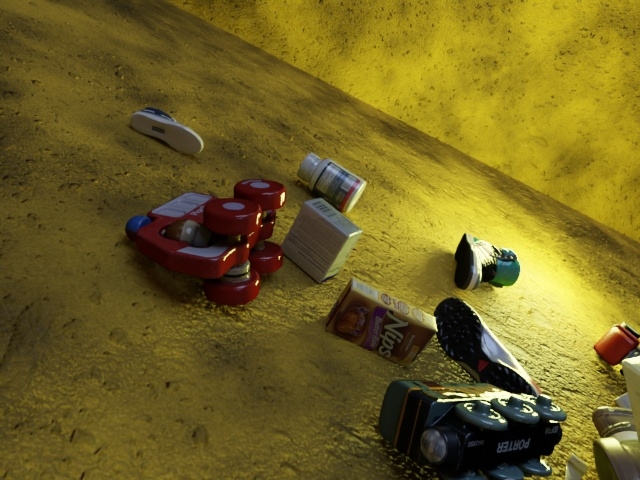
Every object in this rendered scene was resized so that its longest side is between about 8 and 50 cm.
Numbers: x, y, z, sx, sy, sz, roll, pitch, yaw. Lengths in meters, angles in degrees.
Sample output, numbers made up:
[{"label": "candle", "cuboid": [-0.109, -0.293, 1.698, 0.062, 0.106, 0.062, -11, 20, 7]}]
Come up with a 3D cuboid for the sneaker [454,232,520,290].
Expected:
[{"label": "sneaker", "cuboid": [0.482, 0.085, 1.496, 0.178, 0.124, 0.295, 22, 26, 5]}]

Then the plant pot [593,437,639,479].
[{"label": "plant pot", "cuboid": [0.526, 0.428, 0.820, 0.237, 0.109, 0.237, -16, 90, -77]}]

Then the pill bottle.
[{"label": "pill bottle", "cuboid": [0.029, -0.169, 1.489, 0.180, 0.108, 0.108, 34, 27, 7]}]

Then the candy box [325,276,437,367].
[{"label": "candy box", "cuboid": [0.117, 0.161, 1.016, 0.186, 0.109, 0.053, 25, 27, -8]}]

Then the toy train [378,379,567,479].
[{"label": "toy train", "cuboid": [0.256, 0.301, 0.861, 0.334, 0.142, 0.190, 10, 5, -38]}]

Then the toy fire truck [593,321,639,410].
[{"label": "toy fire truck", "cuboid": [0.822, 0.345, 1.381, 0.217, 0.158, 0.246, 46, 21, 28]}]

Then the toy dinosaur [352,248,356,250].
[{"label": "toy dinosaur", "cuboid": [0.037, 0.020, 1.219, 0.047, 0.090, 0.082, 51, -12, 17]}]

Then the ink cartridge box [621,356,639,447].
[{"label": "ink cartridge box", "cuboid": [0.617, 0.393, 0.840, 0.324, 0.071, 0.330, -43, 118, -81]}]

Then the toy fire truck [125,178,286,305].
[{"label": "toy fire truck", "cuboid": [-0.212, -0.016, 0.976, 0.254, 0.169, 0.302, 10, 23, 13]}]

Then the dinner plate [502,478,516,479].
[{"label": "dinner plate", "cuboid": [0.255, 0.410, 0.741, 0.141, 0.141, 0.017, 5, -7, -40]}]

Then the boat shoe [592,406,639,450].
[{"label": "boat shoe", "cuboid": [0.746, 0.441, 1.153, 0.324, 0.117, 0.097, 15, 33, -15]}]

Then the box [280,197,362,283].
[{"label": "box", "cuboid": [0.000, 0.000, 1.142, 0.126, 0.137, 0.072, 39, 28, 17]}]

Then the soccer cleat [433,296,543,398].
[{"label": "soccer cleat", "cuboid": [0.356, 0.254, 1.122, 0.116, 0.108, 0.318, 32, 17, -45]}]

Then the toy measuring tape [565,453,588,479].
[{"label": "toy measuring tape", "cuboid": [0.441, 0.434, 0.865, 0.121, 0.121, 0.330, 39, 28, 17]}]

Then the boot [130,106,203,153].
[{"label": "boot", "cuboid": [-0.378, -0.287, 1.332, 0.190, 0.069, 0.086, 25, 30, -5]}]
